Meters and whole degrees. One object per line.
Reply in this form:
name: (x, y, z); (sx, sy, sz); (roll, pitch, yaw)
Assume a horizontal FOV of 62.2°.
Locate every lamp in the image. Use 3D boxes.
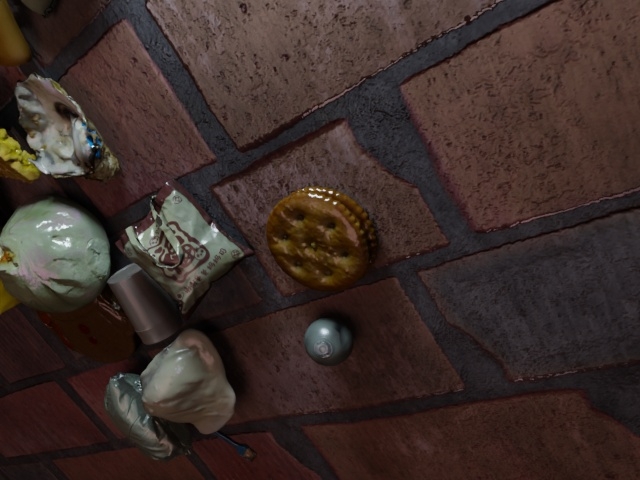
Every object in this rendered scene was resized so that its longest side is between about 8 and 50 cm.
lamp: (0.018, 0.214, 1.123); (0.105, 0.105, 0.105); (12, 124, 18)

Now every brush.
brush: (-0.261, 0.591, 1.551); (0.164, 0.014, 0.051); (31, 127, 5)

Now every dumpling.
dumpling: (-0.327, 0.379, 1.334); (0.243, 0.187, 0.318); (37, 128, 7)

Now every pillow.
pillow: (-0.503, 0.516, 1.535); (0.310, 0.138, 0.283); (46, 145, -3)

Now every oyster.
oyster: (-0.538, -0.234, 1.114); (0.214, 0.083, 0.223); (12, 119, 15)

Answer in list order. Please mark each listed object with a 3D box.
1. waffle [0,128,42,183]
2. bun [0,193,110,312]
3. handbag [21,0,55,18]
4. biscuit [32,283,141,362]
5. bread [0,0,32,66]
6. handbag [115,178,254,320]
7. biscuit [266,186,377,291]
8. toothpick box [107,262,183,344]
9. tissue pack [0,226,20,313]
waffle: (-0.753, -0.222, 1.165); (0.229, 0.057, 0.219); (12, 151, 33)
bun: (-0.648, 0.040, 1.235); (0.293, 0.187, 0.293); (3, 101, 16)
handbag: (-0.538, -0.545, 0.935); (0.241, 0.109, 0.315); (52, 140, -11)
biscuit: (-0.660, 0.179, 1.449); (0.359, 0.074, 0.381); (-17, 115, 30)
bread: (-0.629, -0.435, 0.994); (0.092, 0.074, 0.239); (19, 144, 18)
handbag: (-0.295, 0.021, 1.127); (0.235, 0.127, 0.213); (44, 101, -5)
biscuit: (0.000, 0.000, 1.021); (0.220, 0.066, 0.220); (13, 123, 21)
toothpick box: (-0.421, 0.150, 1.284); (0.111, 0.111, 0.181); (-11, 114, 30)
tissue pack: (-0.967, 0.006, 1.357); (0.293, 0.228, 0.382); (14, 126, 30)
